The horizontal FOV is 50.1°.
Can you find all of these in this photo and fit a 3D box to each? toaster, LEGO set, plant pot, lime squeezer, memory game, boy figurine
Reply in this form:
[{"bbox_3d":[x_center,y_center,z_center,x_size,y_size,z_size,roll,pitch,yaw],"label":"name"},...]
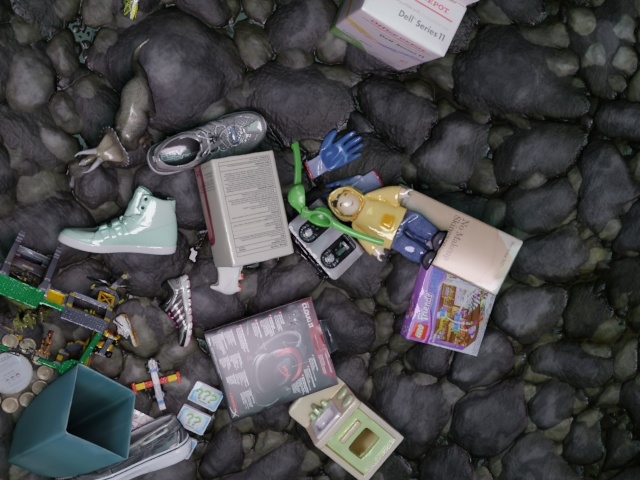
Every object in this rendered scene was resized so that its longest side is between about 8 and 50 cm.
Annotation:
[{"bbox_3d":[0.000,0.000,1.591,0.110,0.185,0.168,-41,96,-7],"label":"toaster"},{"bbox_3d":[-0.373,0.392,1.615,0.244,0.060,0.182,31,87,-14],"label":"LEGO set"},{"bbox_3d":[-0.553,0.411,1.489,0.234,0.166,0.165,-29,132,22],"label":"plant pot"},{"bbox_3d":[-0.001,-0.077,1.487,0.110,0.059,0.310,-26,68,-40],"label":"lime squeezer"},{"bbox_3d":[-0.594,0.134,1.495,0.331,0.192,0.255,20,118,-18],"label":"LEGO set"},{"bbox_3d":[-0.703,0.300,1.551,0.186,0.012,0.186,-2,98,-12],"label":"memory game"},{"bbox_3d":[0.145,-0.050,1.542,0.285,0.092,0.177,31,97,11],"label":"boy figurine"}]

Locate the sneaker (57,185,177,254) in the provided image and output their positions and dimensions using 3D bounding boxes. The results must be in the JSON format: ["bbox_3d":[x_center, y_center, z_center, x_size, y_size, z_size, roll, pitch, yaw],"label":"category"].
[{"bbox_3d":[-0.444,-0.052,1.517,0.255,0.094,0.151,2,103,-23],"label":"sneaker"}]

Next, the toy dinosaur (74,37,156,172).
[{"bbox_3d":[-0.398,-0.274,1.465,0.121,0.160,0.314,27,92,-15],"label":"toy dinosaur"}]

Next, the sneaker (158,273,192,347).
[{"bbox_3d":[-0.336,0.165,1.589,0.074,0.063,0.171,-4,93,-12],"label":"sneaker"}]

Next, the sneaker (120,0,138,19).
[{"bbox_3d":[-0.415,-0.526,1.494,0.035,0.031,0.083,10,95,-13],"label":"sneaker"}]

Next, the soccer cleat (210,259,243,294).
[{"bbox_3d":[-0.209,0.031,1.598,0.076,0.068,0.196,10,98,-10],"label":"soccer cleat"}]

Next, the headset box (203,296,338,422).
[{"bbox_3d":[-0.104,0.268,1.610,0.293,0.110,0.218,-18,89,-10],"label":"headset box"}]

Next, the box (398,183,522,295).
[{"bbox_3d":[0.300,-0.001,1.611,0.311,0.121,0.148,25,92,13],"label":"box"}]

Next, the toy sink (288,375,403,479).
[{"bbox_3d":[0.060,0.452,1.679,0.234,0.131,0.153,43,86,-14],"label":"toy sink"}]

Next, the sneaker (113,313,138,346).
[{"bbox_3d":[-0.451,0.211,1.589,0.037,0.032,0.083,-23,97,5],"label":"sneaker"}]

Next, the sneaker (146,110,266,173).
[{"bbox_3d":[-0.248,-0.209,1.529,0.281,0.115,0.105,-24,102,-8],"label":"sneaker"}]

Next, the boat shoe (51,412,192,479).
[{"bbox_3d":[-0.468,0.486,1.571,0.335,0.121,0.119,-20,103,-10],"label":"boat shoe"}]

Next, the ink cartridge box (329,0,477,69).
[{"bbox_3d":[0.166,-0.477,1.463,0.207,0.353,0.119,25,91,-14],"label":"ink cartridge box"}]

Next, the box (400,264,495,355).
[{"bbox_3d":[0.340,0.127,1.734,0.200,0.057,0.293,16,94,-13],"label":"box"}]

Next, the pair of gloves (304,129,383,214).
[{"bbox_3d":[0.054,-0.165,1.652,0.159,0.023,0.198,-31,104,-9],"label":"pair of gloves"}]

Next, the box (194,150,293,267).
[{"bbox_3d":[-0.169,-0.067,1.497,0.148,0.127,0.232,-13,94,-28],"label":"box"}]
